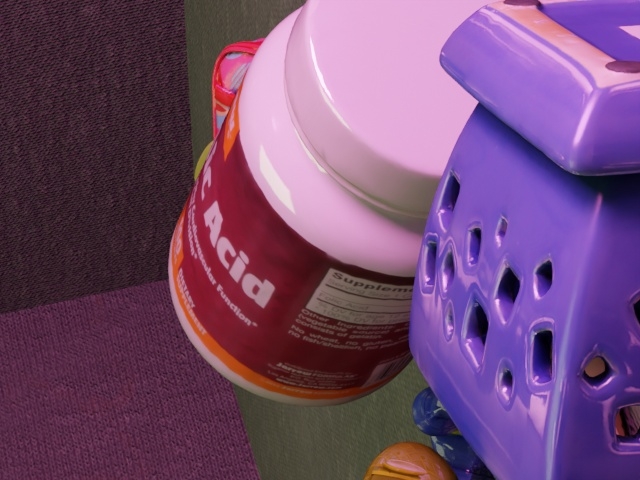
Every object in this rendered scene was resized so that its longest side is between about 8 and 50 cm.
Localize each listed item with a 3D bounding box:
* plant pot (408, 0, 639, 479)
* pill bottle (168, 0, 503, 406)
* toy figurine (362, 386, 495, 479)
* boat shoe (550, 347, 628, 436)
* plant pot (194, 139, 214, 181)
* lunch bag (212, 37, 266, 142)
[{"bbox_3d":[0.183,-0.006,0.967,0.236,0.236,0.212,-126,33,-67],"label":"plant pot"},{"bbox_3d":[0.031,-0.043,1.422,0.392,0.224,0.224,122,137,-61],"label":"pill bottle"},{"bbox_3d":[0.091,0.139,1.648,0.362,0.191,0.217,26,-109,-63],"label":"toy figurine"},{"bbox_3d":[0.186,0.195,1.483,0.122,0.110,0.341,99,158,-63],"label":"boat shoe"},{"bbox_3d":[0.000,0.000,2.015,0.227,0.207,0.228,144,114,-78],"label":"plant pot"},{"bbox_3d":[0.028,-0.077,1.745,0.293,0.120,0.258,19,114,44],"label":"lunch bag"}]
